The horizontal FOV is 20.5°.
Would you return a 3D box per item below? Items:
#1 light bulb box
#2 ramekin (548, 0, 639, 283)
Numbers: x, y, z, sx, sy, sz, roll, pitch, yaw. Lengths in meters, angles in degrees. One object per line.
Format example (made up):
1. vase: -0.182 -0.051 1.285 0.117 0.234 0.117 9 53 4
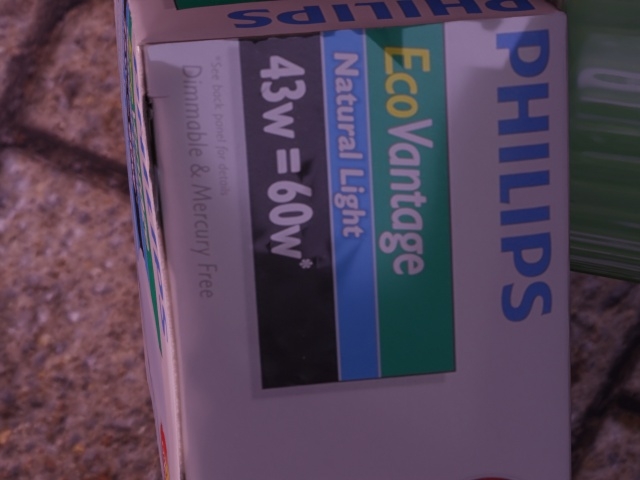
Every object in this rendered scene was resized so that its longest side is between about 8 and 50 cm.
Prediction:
1. light bulb box: 0.000 0.000 1.089 0.225 0.361 0.358 -5 109 -7
2. ramekin: 0.199 -0.115 1.120 0.148 0.303 0.303 6 108 -3
